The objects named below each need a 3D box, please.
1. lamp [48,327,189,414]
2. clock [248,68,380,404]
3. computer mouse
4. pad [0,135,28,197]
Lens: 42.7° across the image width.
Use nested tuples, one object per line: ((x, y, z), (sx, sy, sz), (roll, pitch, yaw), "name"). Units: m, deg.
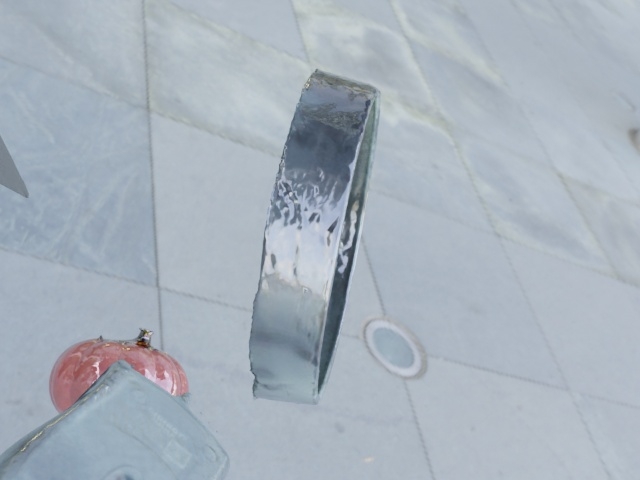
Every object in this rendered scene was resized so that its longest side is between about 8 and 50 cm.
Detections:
((-0.262, 0.184, 1.074), (0.182, 0.182, 0.140), (15, 74, -31), "lamp")
((0.000, 0.000, 0.687), (0.055, 0.280, 0.280), (10, 34, 6), "clock")
((-0.205, 0.245, 0.764), (0.188, 0.122, 0.371), (43, 21, -2), "computer mouse")
((-0.504, -0.159, 1.192), (0.181, 0.004, 0.267), (62, -3, 8), "pad")
